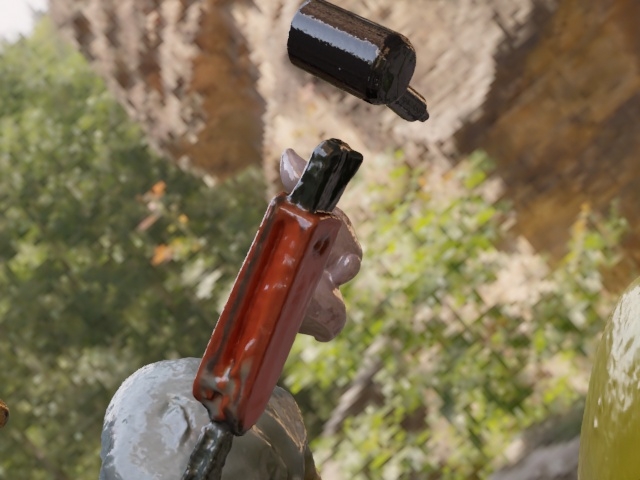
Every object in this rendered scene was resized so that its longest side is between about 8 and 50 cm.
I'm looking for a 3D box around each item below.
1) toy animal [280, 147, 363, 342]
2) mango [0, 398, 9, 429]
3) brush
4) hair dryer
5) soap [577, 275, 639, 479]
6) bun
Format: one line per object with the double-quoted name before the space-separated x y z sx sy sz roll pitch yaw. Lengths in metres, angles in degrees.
"toy animal" 0.000 0.001 1.801 0.124 0.124 0.212 147 140 -70
"mango" -0.418 0.147 1.758 0.098 0.190 0.075 -38 27 -19
"brush" -0.050 0.067 1.283 0.323 0.051 0.070 -67 -18 6
"hair dryer" 0.066 -0.150 1.575 0.070 0.114 0.248 -60 -31 -2
"soap" 0.264 0.222 1.240 0.306 0.115 0.427 -90 -2 -46
"bun" -0.086 0.276 1.540 0.194 0.354 0.354 -14 7 8
